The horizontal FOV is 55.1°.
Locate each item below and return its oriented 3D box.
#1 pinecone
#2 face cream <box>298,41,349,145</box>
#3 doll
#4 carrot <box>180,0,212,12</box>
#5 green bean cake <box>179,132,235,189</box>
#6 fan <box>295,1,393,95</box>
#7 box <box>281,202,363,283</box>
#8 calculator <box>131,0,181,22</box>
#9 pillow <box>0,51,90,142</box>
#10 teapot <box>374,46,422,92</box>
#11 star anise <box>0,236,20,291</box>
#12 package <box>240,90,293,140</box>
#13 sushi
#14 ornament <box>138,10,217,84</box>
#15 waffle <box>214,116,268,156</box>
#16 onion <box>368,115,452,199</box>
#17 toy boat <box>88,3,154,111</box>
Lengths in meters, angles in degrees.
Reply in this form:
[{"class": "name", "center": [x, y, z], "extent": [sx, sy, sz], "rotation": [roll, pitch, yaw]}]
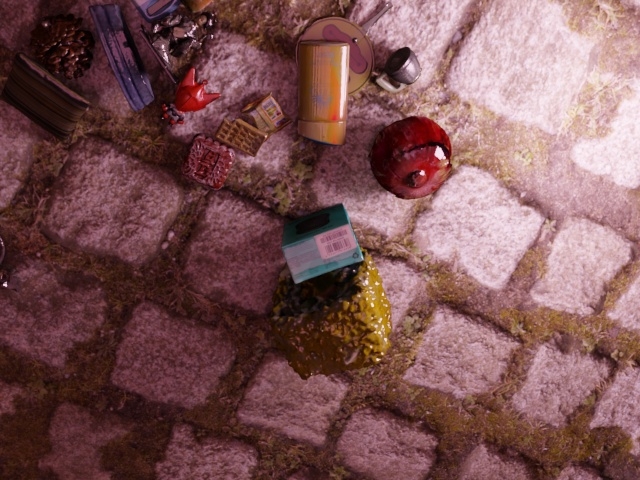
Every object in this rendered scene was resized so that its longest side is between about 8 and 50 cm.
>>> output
[{"class": "pinecone", "center": [-0.664, -0.500, 1.595], "extent": [0.174, 0.173, 0.173], "rotation": [-2, 112, -4]}, {"class": "face cream", "center": [0.007, -0.407, 1.722], "extent": [0.140, 0.067, 0.284], "rotation": [1, 114, -1]}, {"class": "doll", "center": [-0.374, -0.388, 1.711], "extent": [0.169, 0.057, 0.109], "rotation": [-42, 111, 11]}, {"class": "carrot", "center": [-0.282, -0.675, 1.592], "extent": [0.193, 0.087, 0.087], "rotation": [-41, 110, 0]}, {"class": "green bean cake", "center": [-0.328, -0.227, 1.782], "extent": [0.136, 0.056, 0.135], "rotation": [24, 110, -14]}, {"class": "fan", "center": [0.074, -0.537, 1.714], "extent": [0.335, 0.011, 0.229], "rotation": [-41, 110, 13]}, {"class": "box", "center": [0.000, 0.000, 1.765], "extent": [0.205, 0.311, 0.118], "rotation": [-18, 103, 3]}, {"class": "calculator", "center": [-0.454, -0.670, 1.600], "extent": [0.121, 0.039, 0.210], "rotation": [-31, 112, 9]}, {"class": "pillow", "center": [-0.743, -0.377, 1.650], "extent": [0.208, 0.052, 0.212], "rotation": [37, 137, -19]}, {"class": "teapot", "center": [0.228, -0.476, 1.726], "extent": [0.091, 0.124, 0.092], "rotation": [35, 64, -33]}, {"class": "star anise", "center": [-0.991, 0.030, 1.852], "extent": [0.148, 0.218, 0.227], "rotation": [-3, 71, 27]}, {"class": "package", "center": [-0.154, -0.355, 1.759], "extent": [0.108, 0.031, 0.120], "rotation": [-33, 118, 10]}, {"class": "sushi", "center": [0.019, 0.202, 1.806], "extent": [0.352, 0.396, 0.240], "rotation": [-20, 116, 15]}, {"class": "ornament", "center": [-0.354, -0.540, 1.616], "extent": [0.196, 0.153, 0.166], "rotation": [-34, 112, -1]}, {"class": "waffle", "center": [-0.229, -0.302, 1.767], "extent": [0.135, 0.021, 0.092], "rotation": [27, 126, -15]}, {"class": "onion", "center": [0.263, -0.230, 1.760], "extent": [0.247, 0.190, 0.246], "rotation": [-5, 130, -5]}, {"class": "toy boat", "center": [-0.523, -0.483, 1.624], "extent": [0.078, 0.127, 0.282], "rotation": [-20, 111, -3]}]
